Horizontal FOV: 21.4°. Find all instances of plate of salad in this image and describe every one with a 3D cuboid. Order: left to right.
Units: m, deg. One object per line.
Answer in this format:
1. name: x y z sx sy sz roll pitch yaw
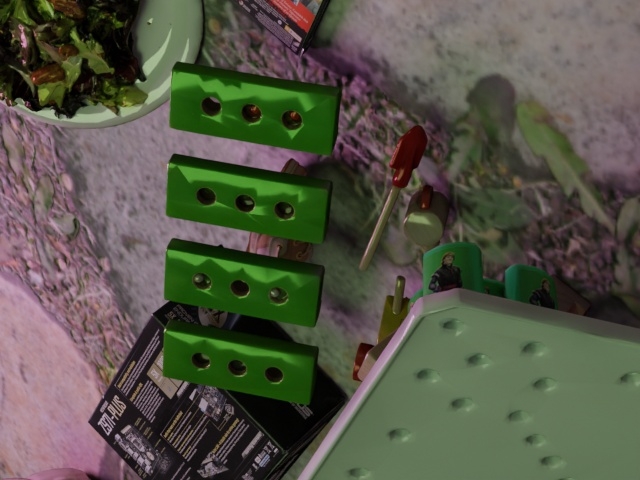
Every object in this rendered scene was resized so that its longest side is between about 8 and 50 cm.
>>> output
1. plate of salad: -0.180 -0.160 1.171 0.200 0.048 0.200 5 124 7

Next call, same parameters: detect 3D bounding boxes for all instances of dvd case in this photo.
1. dvd case: -0.024 -0.185 1.079 0.087 0.013 0.119 41 141 13

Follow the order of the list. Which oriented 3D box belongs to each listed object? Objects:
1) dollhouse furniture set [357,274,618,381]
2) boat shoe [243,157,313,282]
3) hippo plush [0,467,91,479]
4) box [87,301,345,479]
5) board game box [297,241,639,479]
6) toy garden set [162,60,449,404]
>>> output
1. dollhouse furniture set: 0.111 0.115 1.068 0.144 0.151 0.123 40 139 17
2. boat shoe: -0.025 0.000 1.198 0.045 0.050 0.135 25 133 6
3. hippo plush: -0.228 0.356 1.482 0.236 0.294 0.234 20 153 29
4. box: -0.085 0.134 1.326 0.147 0.077 0.180 44 140 9
5. board game box: 0.168 0.161 0.950 0.390 0.050 0.390 13 140 -14
6. toy garden set: 0.000 0.000 1.135 0.204 0.049 0.244 10 123 7
